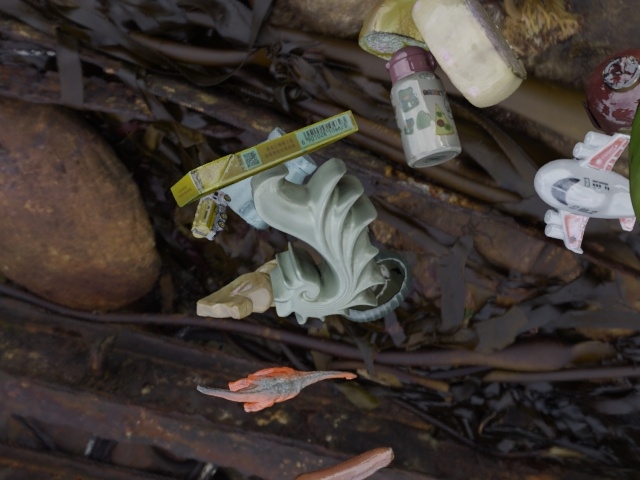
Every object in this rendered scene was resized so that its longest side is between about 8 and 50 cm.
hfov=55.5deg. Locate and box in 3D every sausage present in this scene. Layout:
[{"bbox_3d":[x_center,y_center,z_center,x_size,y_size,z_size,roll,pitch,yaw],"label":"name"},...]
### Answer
[{"bbox_3d":[0.038,0.384,1.010,0.177,0.040,0.047,-17,113,-6],"label":"sausage"}]

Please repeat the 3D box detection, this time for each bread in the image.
[{"bbox_3d":[0.227,-0.559,1.573,0.261,0.158,0.156,8,83,-17],"label":"bread"}]

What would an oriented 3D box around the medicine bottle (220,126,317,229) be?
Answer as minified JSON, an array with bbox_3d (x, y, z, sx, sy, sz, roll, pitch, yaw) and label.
[{"bbox_3d":[-0.177,-0.217,2.074,0.245,0.245,0.290,44,101,-9],"label":"medicine bottle"}]

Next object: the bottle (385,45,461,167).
[{"bbox_3d":[0.213,-0.290,1.295,0.120,0.120,0.253,-16,81,26],"label":"bottle"}]

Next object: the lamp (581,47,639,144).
[{"bbox_3d":[0.647,-0.296,1.271,0.180,0.180,0.258,-29,148,30],"label":"lamp"}]

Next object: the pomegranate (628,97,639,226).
[{"bbox_3d":[0.321,-0.066,0.360,0.214,0.214,0.248,44,146,-8],"label":"pomegranate"}]

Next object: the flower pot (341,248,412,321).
[{"bbox_3d":[0.143,0.126,1.723,0.243,0.157,0.189,-28,91,-10],"label":"flower pot"}]

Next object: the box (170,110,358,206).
[{"bbox_3d":[-0.090,-0.129,0.962,0.153,0.279,0.041,-7,107,66],"label":"box"}]

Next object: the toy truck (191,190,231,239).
[{"bbox_3d":[-0.234,-0.056,1.291,0.063,0.123,0.052,29,133,-25],"label":"toy truck"}]

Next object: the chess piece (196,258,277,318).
[{"bbox_3d":[-0.183,0.139,1.557,0.137,0.301,0.137,8,105,30],"label":"chess piece"}]

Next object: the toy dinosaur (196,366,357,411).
[{"bbox_3d":[-0.059,0.212,0.887,0.101,0.280,0.055,-18,78,39],"label":"toy dinosaur"}]

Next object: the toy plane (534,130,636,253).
[{"bbox_3d":[0.548,-0.093,1.208,0.252,0.118,0.252,1,114,3],"label":"toy plane"}]

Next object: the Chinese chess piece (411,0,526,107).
[{"bbox_3d":[0.297,-0.396,1.216,0.112,0.270,0.270,-34,103,27],"label":"Chinese chess piece"}]

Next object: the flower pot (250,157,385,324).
[{"bbox_3d":[0.000,0.000,1.322,0.254,0.164,0.367,-11,119,-5],"label":"flower pot"}]
